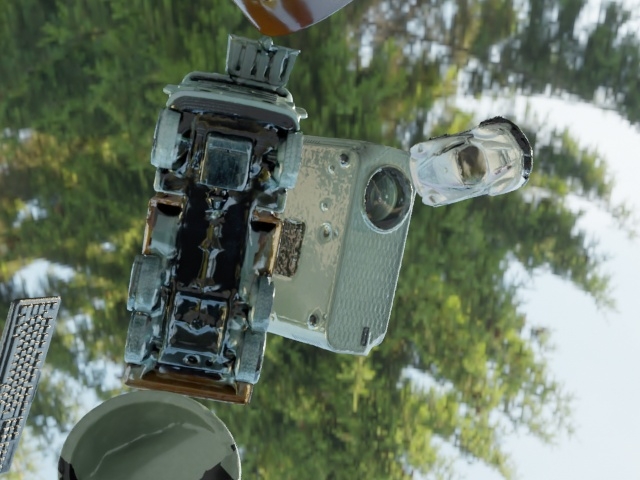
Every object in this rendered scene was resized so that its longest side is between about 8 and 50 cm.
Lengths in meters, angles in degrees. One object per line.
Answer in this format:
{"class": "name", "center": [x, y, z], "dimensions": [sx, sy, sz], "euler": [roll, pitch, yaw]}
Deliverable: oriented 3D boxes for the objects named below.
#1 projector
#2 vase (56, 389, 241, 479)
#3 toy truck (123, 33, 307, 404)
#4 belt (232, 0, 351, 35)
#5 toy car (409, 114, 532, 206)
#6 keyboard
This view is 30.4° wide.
{"class": "projector", "center": [0.000, 0.000, 1.447], "dimensions": [0.108, 0.250, 0.198], "euler": [13, 180, -41]}
{"class": "vase", "center": [-0.129, 0.254, 0.870], "dimensions": [0.165, 0.360, 0.165], "euler": [4, -131, -5]}
{"class": "toy truck", "center": [-0.098, -0.031, 1.116], "dimensions": [0.133, 0.338, 0.184], "euler": [10, -157, -6]}
{"class": "belt", "center": [0.019, -0.291, 0.991], "dimensions": [0.261, 0.105, 0.184], "euler": [-48, -147, -3]}
{"class": "toy car", "center": [0.081, -0.042, 0.650], "dimensions": [0.025, 0.041, 0.093], "euler": [-18, -177, -29]}
{"class": "keyboard", "center": [-0.238, 0.115, 0.910], "dimensions": [0.010, 0.155, 0.053], "euler": [25, -167, 26]}
